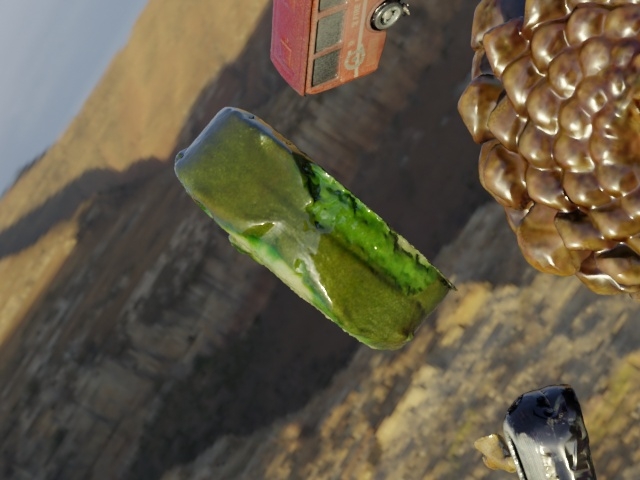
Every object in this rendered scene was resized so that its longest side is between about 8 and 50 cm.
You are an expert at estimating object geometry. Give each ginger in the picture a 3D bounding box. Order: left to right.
[{"bbox_3d":[0.208,0.246,1.477,0.030,0.048,0.097,-35,1,-14],"label":"ginger"}]

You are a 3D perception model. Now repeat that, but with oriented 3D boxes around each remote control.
[{"bbox_3d":[0.212,0.253,1.082,0.066,0.266,0.090,-13,11,5],"label":"remote control"}]

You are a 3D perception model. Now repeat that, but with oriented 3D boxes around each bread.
[{"bbox_3d":[0.000,0.000,1.468,0.129,0.382,0.366,-50,48,1],"label":"bread"}]

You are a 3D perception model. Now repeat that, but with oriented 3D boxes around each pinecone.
[{"bbox_3d":[0.313,-0.122,1.105,0.384,0.384,0.384,-56,7,11],"label":"pinecone"}]

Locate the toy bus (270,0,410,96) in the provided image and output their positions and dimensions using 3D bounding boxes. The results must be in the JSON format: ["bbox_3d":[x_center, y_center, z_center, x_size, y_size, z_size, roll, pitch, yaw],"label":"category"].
[{"bbox_3d":[0.014,-0.206,0.902,0.096,0.073,0.235,-28,-28,-20],"label":"toy bus"}]
